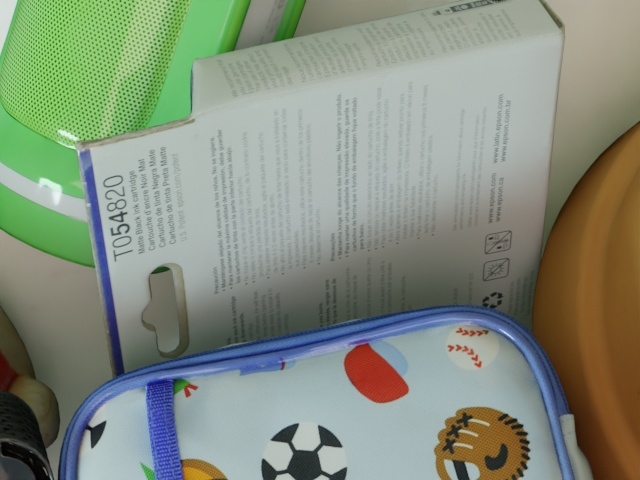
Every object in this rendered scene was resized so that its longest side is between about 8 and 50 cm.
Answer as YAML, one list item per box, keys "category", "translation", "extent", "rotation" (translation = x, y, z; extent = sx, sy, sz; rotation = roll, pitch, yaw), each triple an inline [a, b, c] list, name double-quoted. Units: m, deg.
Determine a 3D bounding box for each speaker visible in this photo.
- category: "speaker"
  translation: [-0.069, -0.139, 0.753]
  extent: [0.131, 0.131, 0.296]
  rotation: [18, 107, -7]

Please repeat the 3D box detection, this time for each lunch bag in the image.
- category: "lunch bag"
  translation: [0.012, 0.190, 0.688]
  extent: [0.243, 0.115, 0.303]
  rotation: [-11, 77, 4]

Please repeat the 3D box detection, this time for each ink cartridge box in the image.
- category: "ink cartridge box"
  translation: [0.000, 0.000, 0.769]
  extent: [0.224, 0.045, 0.223]
  rotation: [-14, 135, -14]

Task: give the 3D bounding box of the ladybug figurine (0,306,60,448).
- category: "ladybug figurine"
  translation: [-0.357, 0.125, 0.815]
  extent: [0.449, 0.162, 0.305]
  rotation: [-12, 107, 3]

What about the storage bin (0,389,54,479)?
- category: "storage bin"
  translation: [-0.211, 0.131, 0.696]
  extent: [0.180, 0.084, 0.122]
  rotation: [4, 99, -14]

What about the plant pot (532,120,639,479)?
- category: "plant pot"
  translation: [0.259, 0.028, 0.704]
  extent: [0.291, 0.203, 0.291]
  rotation: [3, 72, -8]
